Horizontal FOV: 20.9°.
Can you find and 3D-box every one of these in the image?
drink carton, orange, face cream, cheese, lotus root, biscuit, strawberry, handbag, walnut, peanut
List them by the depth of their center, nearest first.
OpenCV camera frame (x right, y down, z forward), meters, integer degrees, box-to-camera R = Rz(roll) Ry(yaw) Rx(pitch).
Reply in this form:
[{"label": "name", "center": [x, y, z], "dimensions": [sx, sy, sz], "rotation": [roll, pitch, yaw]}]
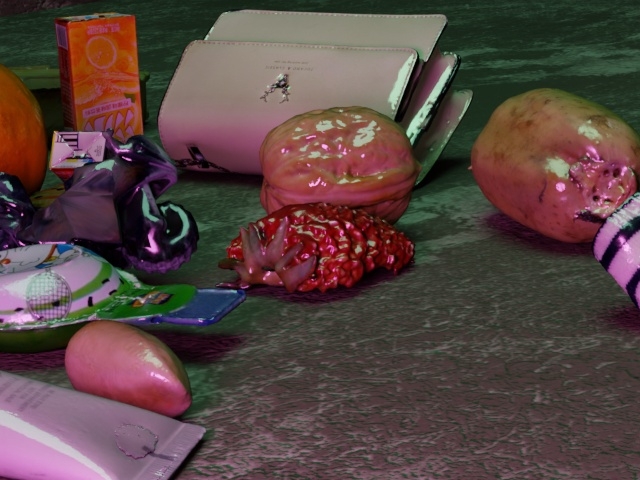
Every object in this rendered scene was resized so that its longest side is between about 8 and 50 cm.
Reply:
[{"label": "face cream", "center": [-0.258, 0.141, 1.370], "dimensions": [0.314, 0.089, 0.143], "rotation": [9, 17, 13]}, {"label": "peanut", "center": [-0.161, 0.110, 1.461], "dimensions": [0.076, 0.076, 0.152], "rotation": [-15, 21, -37]}, {"label": "cheese", "center": [-0.232, 0.055, 1.660], "dimensions": [0.321, 0.083, 0.204], "rotation": [1, 16, 20]}, {"label": "strawberry", "center": [-0.001, -0.005, 1.830], "dimensions": [0.167, 0.087, 0.208], "rotation": [6, 16, 34]}, {"label": "walnut", "center": [0.024, -0.073, 1.941], "dimensions": [0.184, 0.155, 0.155], "rotation": [-9, 16, -8]}, {"label": "biscuit", "center": [-0.281, -0.050, 1.951], "dimensions": [0.119, 0.019, 0.130], "rotation": [-2, 15, 13]}, {"label": "lotus root", "center": [0.263, -0.090, 1.953], "dimensions": [0.160, 0.146, 0.284], "rotation": [-36, 24, -6]}, {"label": "orange", "center": [-0.453, -0.102, 1.999], "dimensions": [0.284, 0.226, 0.284], "rotation": [-15, 21, 6]}, {"label": "drink carton", "center": [-0.263, -0.081, 2.076], "dimensions": [0.071, 0.056, 0.165], "rotation": [4, -16, 13]}, {"label": "handbag", "center": [-0.011, -0.184, 2.285], "dimensions": [0.359, 0.160, 0.236], "rotation": [6, 50, 30]}, {"label": "drink carton", "center": [-0.290, -0.187, 2.290], "dimensions": [0.096, 0.222, 0.071], "rotation": [-8, 15, -22]}]

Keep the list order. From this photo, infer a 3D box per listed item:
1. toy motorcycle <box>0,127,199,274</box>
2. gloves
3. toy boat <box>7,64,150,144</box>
[{"label": "toy motorcycle", "center": [-0.258, -0.040, 1.811], "dimensions": [0.271, 0.159, 0.106], "rotation": [3, -24, 5]}, {"label": "gloves", "center": [0.368, 0.034, 1.591], "dimensions": [0.219, 0.131, 0.140], "rotation": [41, 32, 24]}, {"label": "toy boat", "center": [-0.450, -0.197, 2.570], "dimensions": [0.446, 0.135, 0.162], "rotation": [-6, 19, -28]}]
